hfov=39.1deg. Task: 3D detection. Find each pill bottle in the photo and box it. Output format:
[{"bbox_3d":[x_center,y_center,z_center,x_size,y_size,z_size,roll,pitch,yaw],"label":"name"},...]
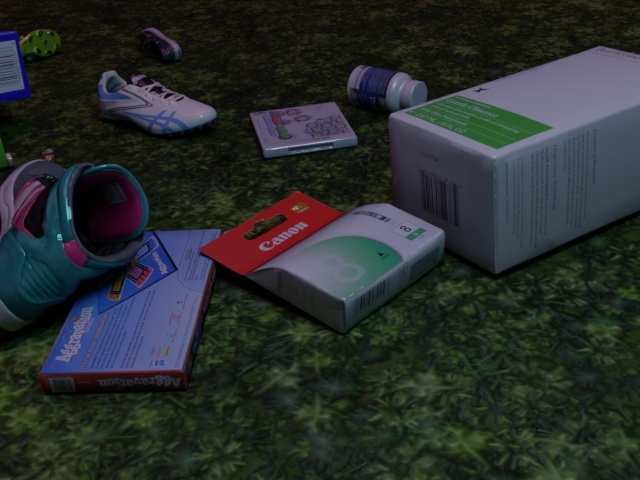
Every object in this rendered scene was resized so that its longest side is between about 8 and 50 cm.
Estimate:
[{"bbox_3d":[0.108,-0.240,1.451,0.120,0.067,0.067,18,37,35],"label":"pill bottle"}]

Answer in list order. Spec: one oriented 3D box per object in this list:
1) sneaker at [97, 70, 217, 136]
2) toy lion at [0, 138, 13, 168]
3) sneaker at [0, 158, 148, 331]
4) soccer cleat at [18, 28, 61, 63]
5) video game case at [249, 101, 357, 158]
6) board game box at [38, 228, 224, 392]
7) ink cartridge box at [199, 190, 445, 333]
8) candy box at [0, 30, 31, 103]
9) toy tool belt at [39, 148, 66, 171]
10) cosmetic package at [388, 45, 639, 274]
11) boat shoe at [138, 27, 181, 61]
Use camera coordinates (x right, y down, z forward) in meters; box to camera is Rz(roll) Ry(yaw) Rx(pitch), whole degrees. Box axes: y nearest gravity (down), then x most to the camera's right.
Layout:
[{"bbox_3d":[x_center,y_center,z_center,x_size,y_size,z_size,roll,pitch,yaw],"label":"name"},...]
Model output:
[{"bbox_3d":[-0.271,-0.224,1.459,0.237,0.086,0.085,15,33,29],"label":"sneaker"},{"bbox_3d":[-0.505,-0.164,1.374,0.034,0.096,0.100,-20,34,-25],"label":"toy lion"},{"bbox_3d":[-0.284,-0.037,1.036,0.178,0.123,0.295,-28,33,12],"label":"sneaker"},{"bbox_3d":[-0.604,-0.383,1.817,0.072,0.060,0.179,3,28,38],"label":"soccer cleat"},{"bbox_3d":[-0.029,-0.174,1.402,0.143,0.019,0.157,-9,30,-8],"label":"video game case"},{"bbox_3d":[-0.195,0.068,0.993,0.145,0.027,0.281,-1,30,4],"label":"board game box"},{"bbox_3d":[0.000,0.000,1.032,0.225,0.056,0.181,29,43,30],"label":"ink cartridge box"},{"bbox_3d":[-0.683,-0.272,1.488,0.317,0.122,0.268,13,25,43],"label":"candy box"},{"bbox_3d":[-0.388,-0.089,1.286,0.051,0.052,0.083,30,37,-3],"label":"toy tool belt"},{"bbox_3d":[0.287,-0.112,1.114,0.366,0.155,0.197,-23,32,-27],"label":"cosmetic package"},{"bbox_3d":[-0.329,-0.388,1.794,0.040,0.049,0.142,-25,38,-31],"label":"boat shoe"}]
